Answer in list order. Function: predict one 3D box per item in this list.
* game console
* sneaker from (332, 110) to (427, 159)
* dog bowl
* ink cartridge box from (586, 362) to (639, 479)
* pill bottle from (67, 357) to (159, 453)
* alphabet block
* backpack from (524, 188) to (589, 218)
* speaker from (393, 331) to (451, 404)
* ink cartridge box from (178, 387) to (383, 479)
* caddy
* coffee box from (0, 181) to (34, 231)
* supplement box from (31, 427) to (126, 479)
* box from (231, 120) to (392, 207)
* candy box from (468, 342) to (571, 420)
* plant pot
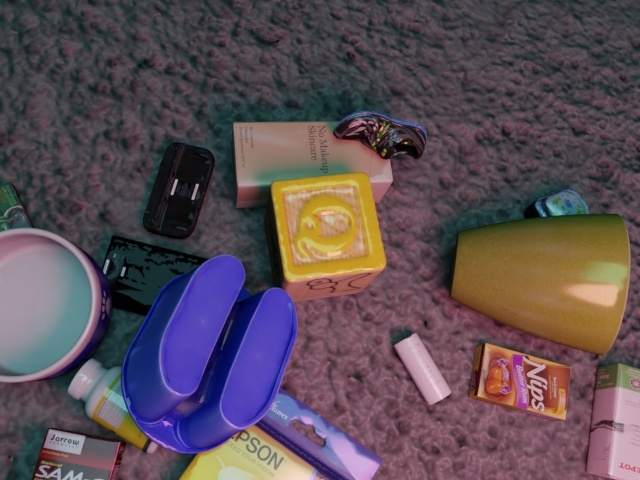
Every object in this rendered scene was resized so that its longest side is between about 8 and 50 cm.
[{"bbox_3d":[-0.288,-0.024,1.269,0.213,0.044,0.361,15,73,-5],"label":"game console"},{"bbox_3d":[0.118,-0.199,1.247,0.188,0.067,0.078,9,64,-10],"label":"sneaker"},{"bbox_3d":[-0.513,0.116,1.135,0.264,0.104,0.265,0,78,-1],"label":"dog bowl"},{"bbox_3d":[0.630,0.374,1.272,0.160,0.092,0.220,17,71,-3],"label":"ink cartridge box"},{"bbox_3d":[-0.345,0.287,1.132,0.184,0.103,0.103,31,71,1],"label":"pill bottle"},{"bbox_3d":[0.000,0.000,1.228,0.192,0.197,0.194,-8,74,-12],"label":"alphabet block"},{"bbox_3d":[0.523,-0.058,1.392,0.114,0.084,0.105,-25,81,-18],"label":"backpack"},{"bbox_3d":[0.200,0.251,1.259,0.055,0.055,0.136,-28,80,-16],"label":"speaker"},{"bbox_3d":[-0.081,0.443,1.148,0.303,0.072,0.307,34,73,3],"label":"ink cartridge box"},{"bbox_3d":[-0.192,0.192,1.115,0.241,0.179,0.341,36,48,-18],"label":"caddy"},{"bbox_3d":[-0.647,-0.022,1.209,0.184,0.040,0.113,-26,79,-16],"label":"coffee box"},{"bbox_3d":[-0.428,0.450,1.085,0.130,0.073,0.240,12,71,-5],"label":"supplement box"},{"bbox_3d":[-0.022,-0.155,1.311,0.311,0.121,0.148,-4,73,-11],"label":"box"},{"bbox_3d":[0.399,0.283,1.284,0.186,0.053,0.109,16,71,-6],"label":"candy box"},{"bbox_3d":[0.409,0.066,1.261,0.293,0.275,0.275,7,71,9],"label":"plant pot"}]
